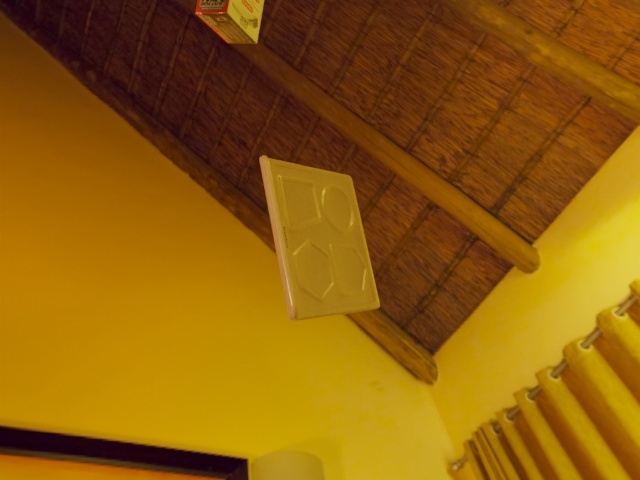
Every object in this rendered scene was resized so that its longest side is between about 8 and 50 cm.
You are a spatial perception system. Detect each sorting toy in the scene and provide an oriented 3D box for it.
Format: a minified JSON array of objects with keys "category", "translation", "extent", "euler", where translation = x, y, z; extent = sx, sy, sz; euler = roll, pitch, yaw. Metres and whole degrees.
[{"category":"sorting toy","translation":[0.000,0.000,0.644],"extent":[0.038,0.193,0.208],"euler":[-18,-12,32]}]

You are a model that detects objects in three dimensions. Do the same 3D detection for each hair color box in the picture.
[{"category":"hair color box","translation":[-0.115,-0.372,0.699],"extent":[0.053,0.093,0.167],"euler":[8,-92,18]}]
